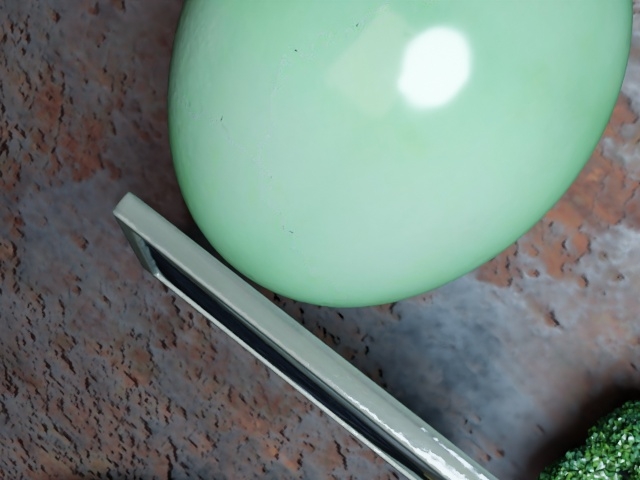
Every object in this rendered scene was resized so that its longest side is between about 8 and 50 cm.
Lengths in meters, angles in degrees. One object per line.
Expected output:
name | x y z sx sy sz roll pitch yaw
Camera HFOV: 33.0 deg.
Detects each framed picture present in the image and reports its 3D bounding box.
framed picture | -0.009 0.077 0.653 0.265 0.192 0.018 38 79 4

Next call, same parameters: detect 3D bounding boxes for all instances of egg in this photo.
egg | 0.035 -0.088 0.558 0.220 0.220 0.270 35 122 4

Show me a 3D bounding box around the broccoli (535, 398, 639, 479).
broccoli | 0.211 0.185 0.630 0.195 0.156 0.195 19 144 15
